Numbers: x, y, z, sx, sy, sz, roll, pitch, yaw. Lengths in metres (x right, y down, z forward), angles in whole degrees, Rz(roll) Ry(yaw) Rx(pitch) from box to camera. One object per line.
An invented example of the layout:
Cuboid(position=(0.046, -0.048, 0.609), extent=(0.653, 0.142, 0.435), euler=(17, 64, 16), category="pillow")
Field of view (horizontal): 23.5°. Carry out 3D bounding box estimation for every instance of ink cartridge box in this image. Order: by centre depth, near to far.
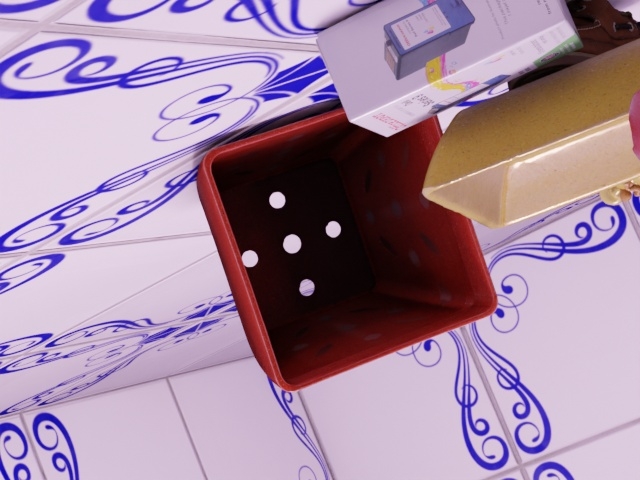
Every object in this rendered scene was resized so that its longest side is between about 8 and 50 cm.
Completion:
Cuboid(position=(0.120, -0.182, 1.403), extent=(0.212, 0.093, 0.154), euler=(-23, 172, 13), category="ink cartridge box")

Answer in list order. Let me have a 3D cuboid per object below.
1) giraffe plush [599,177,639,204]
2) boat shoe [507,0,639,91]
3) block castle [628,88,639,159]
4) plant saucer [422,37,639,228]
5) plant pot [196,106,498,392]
Cuboid(position=(0.440, -0.149, 2.144), extent=(0.210, 0.170, 0.181), euler=(-20, 171, -15), category="giraffe plush")
Cuboid(position=(0.270, -0.203, 1.634), extent=(0.111, 0.104, 0.307), euler=(-17, 172, 28), category="boat shoe")
Cuboid(position=(0.436, -0.223, 1.185), extent=(0.453, 0.303, 0.213), euler=(-14, -157, -33), category="block castle")
Cuboid(position=(0.284, -0.119, 1.571), extent=(0.333, 0.081, 0.333), euler=(-21, 167, 16), category="plant saucer")
Cuboid(position=(0.000, 0.000, 1.738), extent=(0.267, 0.267, 0.236), euler=(-20, -177, -19), category="plant pot")
